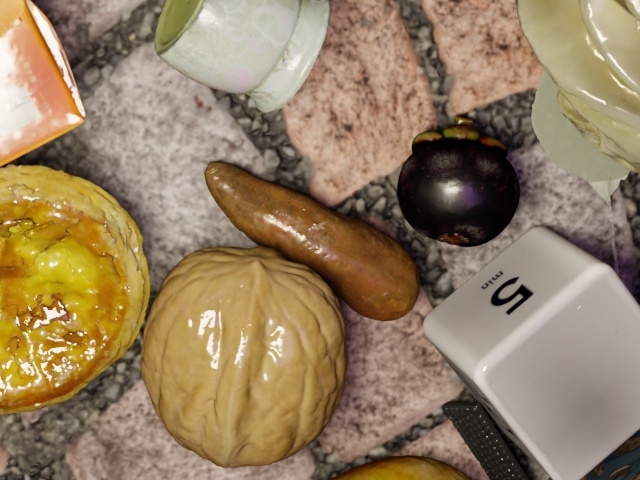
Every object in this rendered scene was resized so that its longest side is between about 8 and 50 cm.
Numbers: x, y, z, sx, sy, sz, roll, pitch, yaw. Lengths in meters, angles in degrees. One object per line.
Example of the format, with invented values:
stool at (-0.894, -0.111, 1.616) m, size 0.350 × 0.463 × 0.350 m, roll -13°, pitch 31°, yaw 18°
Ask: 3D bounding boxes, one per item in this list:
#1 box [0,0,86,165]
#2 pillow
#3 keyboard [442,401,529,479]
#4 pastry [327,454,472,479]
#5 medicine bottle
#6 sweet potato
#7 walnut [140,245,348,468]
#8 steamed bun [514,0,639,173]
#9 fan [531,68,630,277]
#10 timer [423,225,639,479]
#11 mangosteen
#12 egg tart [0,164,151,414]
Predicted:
box at (-0.406, -0.114, 1.575) m, size 0.341 × 0.225 × 0.143 m, roll -29°, pitch 105°, yaw -6°
pillow at (0.357, 0.288, 1.938) m, size 0.189 × 0.034 × 0.255 m, roll -42°, pitch 142°, yaw -6°
keyboard at (0.216, 0.271, 1.940) m, size 0.013 × 0.061 × 0.204 m, roll -46°, pitch 114°, yaw -31°
pastry at (0.094, 0.413, 1.889) m, size 0.356 × 0.164 × 0.356 m, roll -5°, pitch 106°, yaw -17°
medicine bottle at (-0.079, -0.221, 1.682) m, size 0.143 × 0.147 × 0.147 m, roll 27°, pitch 96°, yaw -23°
sweet potato at (0.000, -0.001, 1.789) m, size 0.292 × 0.097 × 0.097 m, roll 33°, pitch 94°, yaw -21°
walnut at (-0.080, 0.120, 1.732) m, size 0.225 × 0.225 × 0.261 m, roll -1°, pitch 129°, yaw -15°
steamed bun at (0.400, -0.250, 1.754) m, size 0.347 × 0.237 × 0.394 m, roll -1°, pitch 103°, yaw -14°
fan at (0.334, -0.089, 1.902) m, size 0.182 × 0.010 × 0.310 m, roll -9°, pitch 104°, yaw -14°
timer at (0.262, 0.126, 1.841) m, size 0.194 × 0.195 × 0.192 m, roll -40°, pitch 111°, yaw -2°
mangosteen at (0.153, -0.070, 1.807) m, size 0.137 × 0.137 × 0.151 m, roll 11°, pitch 67°, yaw -18°
egg tart at (-0.320, 0.042, 1.680) m, size 0.290 × 0.115 × 0.290 m, roll -10°, pitch 122°, yaw -16°
